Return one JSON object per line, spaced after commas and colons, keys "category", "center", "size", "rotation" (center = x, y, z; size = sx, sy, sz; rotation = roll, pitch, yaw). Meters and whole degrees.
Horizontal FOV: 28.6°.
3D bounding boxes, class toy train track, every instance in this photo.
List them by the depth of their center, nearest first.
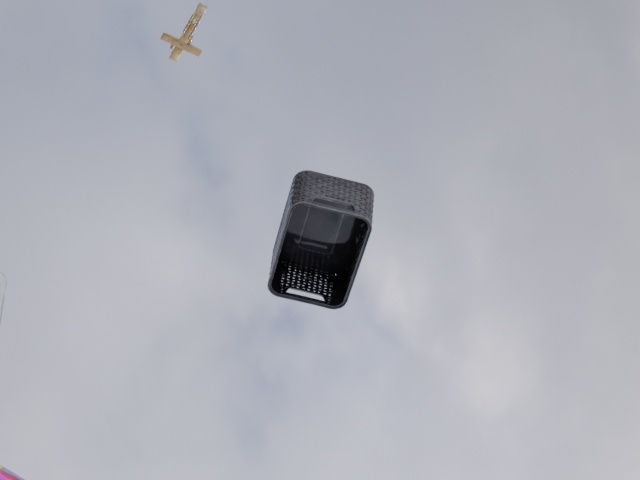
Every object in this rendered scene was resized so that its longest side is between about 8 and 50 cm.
{"category": "toy train track", "center": [-0.146, -0.233, 1.393], "size": [0.048, 0.083, 0.014], "rotation": [24, -138, -16]}

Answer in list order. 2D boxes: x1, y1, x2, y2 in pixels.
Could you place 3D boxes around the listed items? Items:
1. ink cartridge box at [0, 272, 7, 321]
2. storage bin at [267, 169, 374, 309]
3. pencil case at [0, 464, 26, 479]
{"category": "ink cartridge box", "center": [-0.198, 0.054, 0.425], "size": [0.179, 0.045, 0.145], "rotation": [25, -124, -40]}
{"category": "storage bin", "center": [0.000, 0.000, 1.835], "size": [0.122, 0.180, 0.084], "rotation": [14, -143, -5]}
{"category": "pencil case", "center": [-0.255, 0.252, 1.057], "size": [0.236, 0.104, 0.104], "rotation": [35, -146, -3]}
